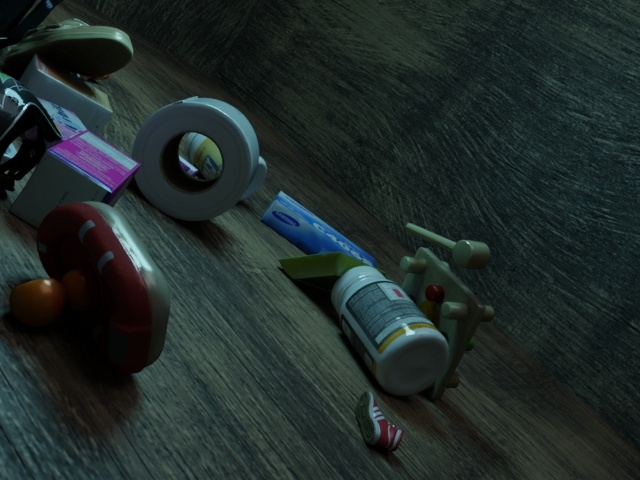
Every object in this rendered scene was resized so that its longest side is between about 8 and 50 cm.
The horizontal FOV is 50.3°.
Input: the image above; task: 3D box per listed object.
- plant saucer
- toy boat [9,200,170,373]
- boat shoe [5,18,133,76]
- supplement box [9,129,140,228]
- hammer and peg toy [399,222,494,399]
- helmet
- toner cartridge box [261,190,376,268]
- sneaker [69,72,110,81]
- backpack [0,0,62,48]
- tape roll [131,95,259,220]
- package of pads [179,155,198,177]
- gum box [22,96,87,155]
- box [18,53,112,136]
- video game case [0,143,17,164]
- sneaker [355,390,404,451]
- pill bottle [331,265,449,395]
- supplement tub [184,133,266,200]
[{"bbox_3d":[0.026,0.081,1.586,0.188,0.045,0.188,-8,-22,39],"label":"plant saucer"},{"bbox_3d":[-0.286,0.058,0.801,0.151,0.151,0.231,-12,44,-36],"label":"toy boat"},{"bbox_3d":[-0.543,-0.431,1.481,0.341,0.110,0.121,2,-24,26],"label":"boat shoe"},{"bbox_3d":[-0.378,-0.087,1.076,0.114,0.111,0.220,34,11,-11],"label":"supplement box"},{"bbox_3d":[0.261,0.133,1.516,0.127,0.361,0.266,7,25,-29],"label":"hammer and peg toy"},{"bbox_3d":[-0.474,-0.164,0.971,0.169,0.169,0.161,44,-3,28],"label":"helmet"},{"bbox_3d":[0.000,0.000,1.933,0.348,0.075,0.165,36,11,-7],"label":"toner cartridge box"},{"bbox_3d":[-0.644,-0.501,1.925,0.118,0.107,0.279,41,11,-31],"label":"sneaker"},{"bbox_3d":[-0.728,-0.556,1.492,0.213,0.263,0.276,30,7,-3],"label":"backpack"},{"bbox_3d":[-0.258,-0.176,1.445,0.246,0.246,0.169,35,13,-9],"label":"tape roll"},{"bbox_3d":[-0.344,-0.175,1.662,0.083,0.050,0.032,38,12,6],"label":"package of pads"},{"bbox_3d":[-0.493,-0.197,1.278,0.107,0.062,0.188,22,19,-52],"label":"gum box"},{"bbox_3d":[-0.547,-0.300,1.451,0.170,0.091,0.130,29,14,-35],"label":"box"},{"bbox_3d":[-0.589,-0.194,1.087,0.190,0.022,0.173,23,18,-50],"label":"video game case"},{"bbox_3d":[0.099,0.304,1.136,0.067,0.042,0.118,29,21,-18],"label":"sneaker"},{"bbox_3d":[0.135,0.179,1.430,0.162,0.162,0.278,29,15,-36],"label":"pill bottle"},{"bbox_3d":[-0.258,-0.215,1.834,0.199,0.144,0.144,42,13,22],"label":"supplement tub"}]
